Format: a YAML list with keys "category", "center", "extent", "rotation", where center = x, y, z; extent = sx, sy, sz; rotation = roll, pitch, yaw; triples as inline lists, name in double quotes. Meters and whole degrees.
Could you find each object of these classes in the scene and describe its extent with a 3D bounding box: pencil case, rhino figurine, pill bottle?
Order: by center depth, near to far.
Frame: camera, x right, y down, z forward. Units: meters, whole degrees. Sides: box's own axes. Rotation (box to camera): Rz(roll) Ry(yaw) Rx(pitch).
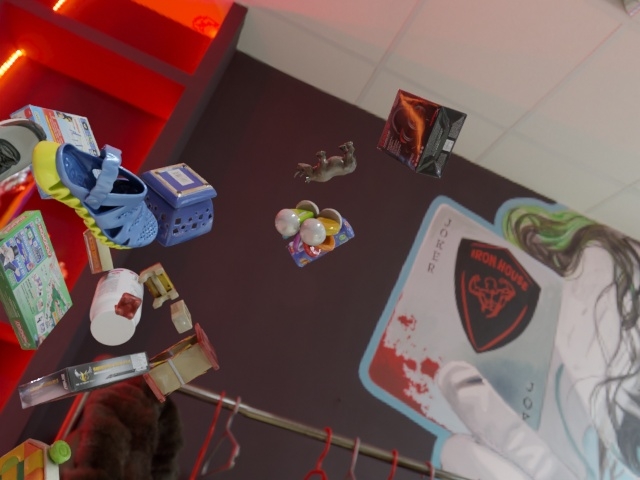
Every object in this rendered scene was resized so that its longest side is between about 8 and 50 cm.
- category: "pill bottle"
  center: [-0.700, 0.226, 1.773]
  extent: [0.160, 0.160, 0.283]
  rotation: [32, 11, -25]
- category: "rhino figurine"
  center: [0.016, -0.270, 1.866]
  extent: [0.243, 0.106, 0.073]
  rotation: [-17, 4, 9]
- category: "pencil case"
  center: [0.000, 0.000, 2.322]
  extent: [0.306, 0.133, 0.119]
  rotation: [-30, -49, 12]

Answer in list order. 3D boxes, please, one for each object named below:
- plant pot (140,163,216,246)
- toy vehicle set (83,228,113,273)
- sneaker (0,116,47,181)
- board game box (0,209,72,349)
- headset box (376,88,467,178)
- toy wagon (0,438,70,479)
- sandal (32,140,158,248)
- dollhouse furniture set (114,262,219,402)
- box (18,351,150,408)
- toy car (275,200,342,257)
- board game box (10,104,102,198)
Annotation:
- category: "plant pot"
  center: [-0.541, -0.148, 1.924]
  extent: [0.236, 0.236, 0.212]
  rotation: [39, -54, 20]
- category: "toy vehicle set"
  center: [-0.817, 0.035, 1.886]
  extent: [0.035, 0.166, 0.266]
  rotation: [-12, 2, -32]
- category: "sneaker"
  center: [-0.659, -0.140, 1.010]
  extent: [0.108, 0.271, 0.100]
  rotation: [49, -8, 52]
- category: "board game box"
  center: [-0.790, 0.106, 1.406]
  extent: [0.046, 0.214, 0.318]
  rotation: [-3, -63, 3]
- category: "headset box"
  center: [0.318, -0.362, 1.705]
  extent: [0.110, 0.293, 0.218]
  rotation: [9, -67, -29]
- category: "toy wagon"
  center: [-0.735, 0.671, 1.262]
  extent: [0.267, 0.344, 0.068]
  rotation: [-34, -42, 5]
- category: "sandal"
  center: [-0.395, -0.081, 0.994]
  extent: [0.138, 0.126, 0.317]
  rotation: [-10, -26, 9]
- category: "dollhouse furniture set"
  center: [-0.477, 0.265, 1.545]
  extent: [0.374, 0.201, 0.152]
  rotation: [65, -11, -18]
- category: "box"
  center: [-0.562, 0.334, 1.244]
  extent: [0.183, 0.056, 0.231]
  rotation: [-22, -12, 26]
- category: "toy car"
  center: [-0.036, -0.024, 1.443]
  extent: [0.181, 0.159, 0.136]
  rotation: [21, -62, 23]
- category: "board game box"
  center: [-0.919, -0.307, 1.859]
  extent: [0.086, 0.308, 0.302]
  rotation: [-20, 1, 13]
